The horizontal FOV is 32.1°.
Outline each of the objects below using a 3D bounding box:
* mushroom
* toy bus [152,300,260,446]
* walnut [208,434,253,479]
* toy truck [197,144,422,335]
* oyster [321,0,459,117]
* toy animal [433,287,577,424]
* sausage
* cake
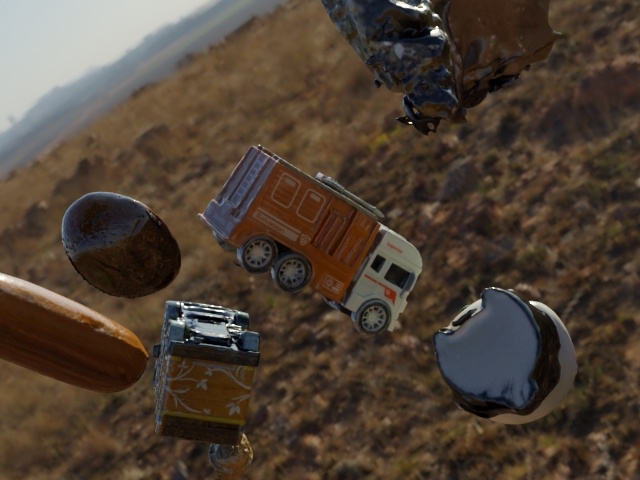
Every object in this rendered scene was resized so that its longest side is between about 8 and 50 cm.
[{"bbox_3d":[-0.193,0.003,1.094,0.127,0.127,0.087,-22,38,43],"label":"mushroom"},{"bbox_3d":[-0.205,0.220,1.930,0.323,0.162,0.194,-137,56,-77],"label":"toy bus"},{"bbox_3d":[-0.165,0.395,2.051,0.096,0.083,0.079,-98,19,-51],"label":"walnut"},{"bbox_3d":[0.000,0.000,1.957,0.207,0.388,0.173,-58,29,3],"label":"toy truck"},{"bbox_3d":[0.066,-0.256,1.133,0.129,0.345,0.078,-11,-36,-15],"label":"oyster"},{"bbox_3d":[0.298,0.187,1.794,0.213,0.212,0.267,-33,-19,10],"label":"toy animal"},{"bbox_3d":[-0.332,0.114,1.362,0.105,0.274,0.105,-28,47,35],"label":"sausage"},{"bbox_3d":[0.167,-0.307,1.588,0.332,0.332,0.321,-12,56,58],"label":"cake"}]
